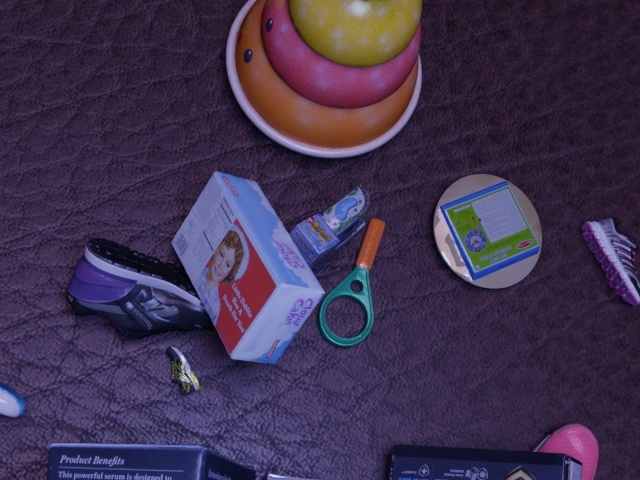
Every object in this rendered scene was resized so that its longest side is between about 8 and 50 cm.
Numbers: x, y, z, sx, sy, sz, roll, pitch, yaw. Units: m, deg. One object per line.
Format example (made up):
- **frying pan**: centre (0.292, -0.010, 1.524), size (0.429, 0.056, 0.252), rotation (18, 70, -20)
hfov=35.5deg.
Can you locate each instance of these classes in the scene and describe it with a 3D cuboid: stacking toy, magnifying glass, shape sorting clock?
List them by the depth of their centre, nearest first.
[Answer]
- **stacking toy**: centre (0.049, -0.367, 1.568), size (0.350, 0.480, 0.351), rotation (4, 72, -11)
- **magnifying glass**: centre (0.062, 0.070, 1.679), size (0.092, 0.026, 0.231), rotation (22, 72, -5)
- **shape sorting clock**: centre (0.291, -0.016, 1.744), size (0.206, 0.040, 0.206), rotation (5, 71, -14)

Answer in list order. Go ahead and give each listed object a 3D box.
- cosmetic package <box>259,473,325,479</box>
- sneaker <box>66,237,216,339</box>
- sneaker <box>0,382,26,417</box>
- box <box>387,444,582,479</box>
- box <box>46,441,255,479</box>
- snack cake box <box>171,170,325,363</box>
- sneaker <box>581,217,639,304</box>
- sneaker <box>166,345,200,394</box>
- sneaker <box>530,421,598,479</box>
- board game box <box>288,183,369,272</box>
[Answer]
- **cosmetic package**: centre (-0.048, 0.474, 1.473), size (0.107, 0.127, 0.238), rotation (9, 69, -10)
- **sneaker**: centre (-0.258, 0.103, 1.574), size (0.283, 0.107, 0.124), rotation (24, 105, -18)
- **sneaker**: centre (-0.548, 0.231, 1.468), size (0.228, 0.087, 0.092), rotation (14, 77, 0)
- **box**: centre (0.229, 0.458, 1.476), size (0.295, 0.073, 0.294), rotation (-3, 67, 33)
- **box**: centre (-0.226, 0.480, 1.315), size (0.211, 0.293, 0.396), rotation (0, 71, 10)
- **snack cake box**: centre (-0.115, 0.038, 1.515), size (0.089, 0.152, 0.264), rotation (13, 33, -41)
- **sneaker**: centre (0.536, 0.030, 1.771), size (0.074, 0.063, 0.170), rotation (-24, 74, -12)
- **sneaker**: centre (-0.222, 0.205, 1.569), size (0.035, 0.031, 0.083), rotation (-31, 82, -19)
- **sneaker**: centre (0.362, 0.421, 1.572), size (0.116, 0.136, 0.314), rotation (40, 69, 1)
- **board game box**: centre (0.000, 0.000, 1.595), size (0.194, 0.194, 0.060), rotation (-37, 84, -19)
